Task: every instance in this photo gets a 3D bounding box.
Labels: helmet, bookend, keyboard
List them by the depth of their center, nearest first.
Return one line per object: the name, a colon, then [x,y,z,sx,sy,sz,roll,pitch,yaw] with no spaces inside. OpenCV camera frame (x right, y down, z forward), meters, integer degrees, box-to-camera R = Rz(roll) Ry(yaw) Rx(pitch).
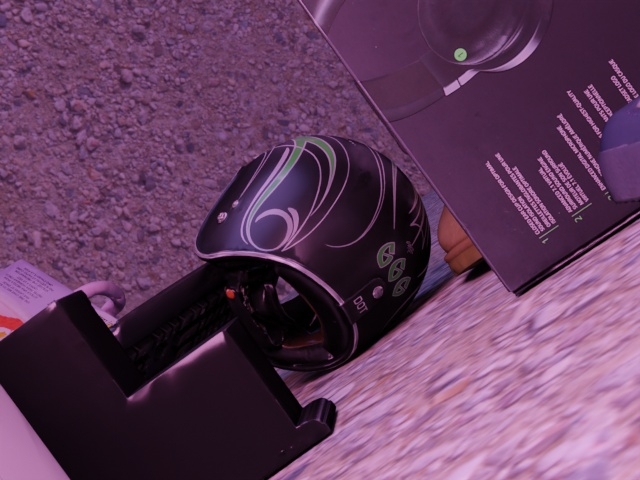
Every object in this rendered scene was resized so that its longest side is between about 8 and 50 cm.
bookend: [-0.100,0.081,0.705,0.156,0.157,0.072,-36,1,4]
helmet: [0.000,0.000,0.957,0.169,0.169,0.161,-35,18,50]
keyboard: [-0.105,0.108,0.982,0.317,0.033,0.202,-35,-34,-65]

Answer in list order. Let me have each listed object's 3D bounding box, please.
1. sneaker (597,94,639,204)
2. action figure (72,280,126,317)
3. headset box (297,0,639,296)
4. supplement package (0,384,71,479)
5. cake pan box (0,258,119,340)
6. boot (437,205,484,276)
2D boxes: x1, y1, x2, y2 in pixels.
sneaker: [0.234,-0.142,0.541,0.319,0.131,0.112,-36,1,14]
action figure: [-0.363,0.183,1.242,0.370,0.276,0.248,-9,-19,-2]
headset box: [0.138,-0.144,0.689,0.283,0.246,0.131,-37,1,20]
supplement package: [-0.216,0.113,0.549,0.139,0.244,0.134,-35,1,27]
cake pan box: [-0.261,0.149,1.105,0.245,0.266,0.070,-36,-36,-37]
boot: [0.073,-0.119,0.944,0.089,0.269,0.236,-36,1,23]
